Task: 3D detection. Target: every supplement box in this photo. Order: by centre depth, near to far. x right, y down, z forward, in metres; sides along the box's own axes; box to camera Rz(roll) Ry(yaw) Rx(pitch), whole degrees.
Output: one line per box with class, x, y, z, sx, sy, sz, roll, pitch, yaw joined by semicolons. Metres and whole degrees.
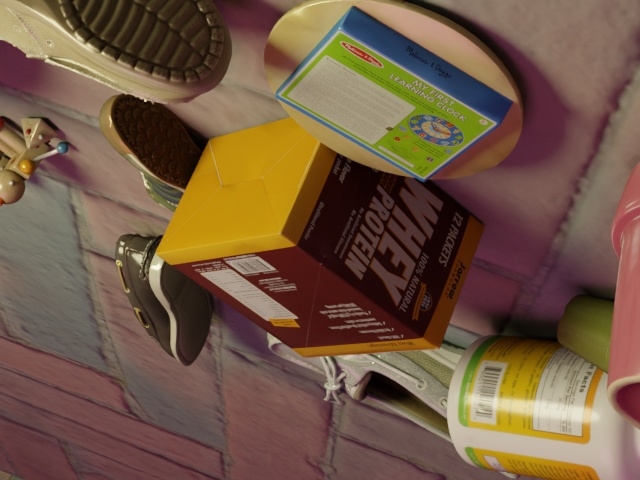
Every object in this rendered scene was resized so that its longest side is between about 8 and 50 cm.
supplement box;0.000;0.000;1.368;0.194;0.129;0.191;37;153;-29

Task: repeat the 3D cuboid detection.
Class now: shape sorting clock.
shape sorting clock;0.056;-0.116;1.177;0.206;0.040;0.206;18;153;10

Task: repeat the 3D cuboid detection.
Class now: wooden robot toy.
wooden robot toy;-0.326;-0.073;1.578;0.076;0.079;0.173;32;155;-21

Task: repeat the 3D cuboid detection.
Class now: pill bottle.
pill bottle;0.258;0.168;1.485;0.246;0.136;0.136;4;151;38

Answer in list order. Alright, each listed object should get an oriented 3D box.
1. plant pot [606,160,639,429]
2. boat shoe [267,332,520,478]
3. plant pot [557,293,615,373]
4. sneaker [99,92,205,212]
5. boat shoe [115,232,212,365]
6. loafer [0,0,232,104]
plant pot;0.300;0.054;1.144;0.201;0.180;0.201;20;158;9
boat shoe;0.085;0.155;1.662;0.320;0.103;0.118;21;157;3
plant pot;0.260;0.085;1.393;0.079;0.083;0.083;21;160;35
sneaker;-0.146;-0.065;1.442;0.192;0.064;0.086;35;150;-32
boat shoe;-0.178;0.064;1.747;0.069;0.081;0.227;18;150;18
loafer;-0.187;-0.181;1.200;0.269;0.102;0.092;28;160;12
